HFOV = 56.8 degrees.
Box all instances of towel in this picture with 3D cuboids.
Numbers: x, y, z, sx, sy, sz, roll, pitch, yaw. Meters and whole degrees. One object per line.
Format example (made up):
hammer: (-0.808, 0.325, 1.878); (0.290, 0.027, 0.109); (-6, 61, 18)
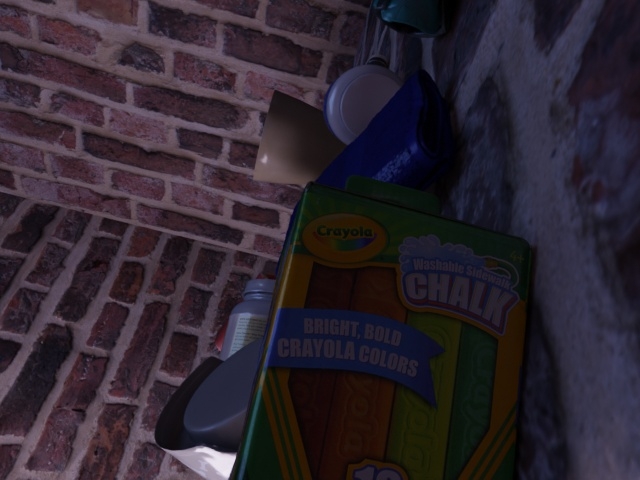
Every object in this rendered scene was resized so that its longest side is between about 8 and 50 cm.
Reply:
towel: (0.061, -0.070, 0.822); (0.308, 0.076, 0.228); (-44, 20, 35)

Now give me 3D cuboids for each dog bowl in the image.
dog bowl: (-0.115, 0.266, 1.034); (0.348, 0.102, 0.349); (-31, 16, 10)

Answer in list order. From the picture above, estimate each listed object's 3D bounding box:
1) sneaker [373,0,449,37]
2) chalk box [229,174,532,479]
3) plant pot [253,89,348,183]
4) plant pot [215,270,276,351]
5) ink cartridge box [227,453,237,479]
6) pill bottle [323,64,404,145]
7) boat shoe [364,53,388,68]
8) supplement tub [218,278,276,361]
sneaker: (0.155, -0.403, 0.873); (0.295, 0.123, 0.179); (93, -165, -74)
chalk box: (0.044, 0.076, 0.477); (0.179, 0.180, 0.289); (117, 165, -70)
plant pot: (-0.025, -0.260, 1.656); (0.256, 0.273, 0.257); (-167, 90, -85)
plant pot: (-0.136, 0.239, 1.736); (0.275, 0.274, 0.243); (-122, 56, -83)
ink cartridge box: (-0.022, 0.310, 0.614); (0.233, 0.171, 0.168); (111, 172, -52)
pill bottle: (0.084, -0.245, 1.100); (0.272, 0.152, 0.153); (-97, 22, -77)
boat shoe: (0.121, -0.407, 1.587); (0.206, 0.075, 0.065); (121, 166, -59)
supplement tub: (-0.109, 0.271, 1.321); (0.235, 0.235, 0.325); (117, 166, -69)
